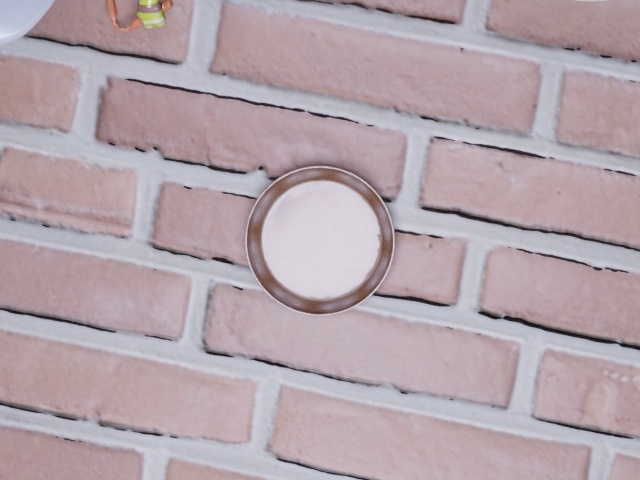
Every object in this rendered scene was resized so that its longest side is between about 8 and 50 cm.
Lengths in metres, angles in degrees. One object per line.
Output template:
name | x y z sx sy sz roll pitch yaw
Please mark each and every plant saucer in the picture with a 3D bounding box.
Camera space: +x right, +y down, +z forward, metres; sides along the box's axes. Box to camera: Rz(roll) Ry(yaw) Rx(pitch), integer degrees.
plant saucer | 0.000 0.000 1.736 0.168 0.029 0.168 0 93 5

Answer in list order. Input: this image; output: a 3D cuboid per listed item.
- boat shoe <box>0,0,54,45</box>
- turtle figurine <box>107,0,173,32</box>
boat shoe | -0.344 -0.381 1.700 0.136 0.156 0.367 10 81 -23
turtle figurine | -0.164 -0.340 1.654 0.217 0.087 0.269 13 113 23
